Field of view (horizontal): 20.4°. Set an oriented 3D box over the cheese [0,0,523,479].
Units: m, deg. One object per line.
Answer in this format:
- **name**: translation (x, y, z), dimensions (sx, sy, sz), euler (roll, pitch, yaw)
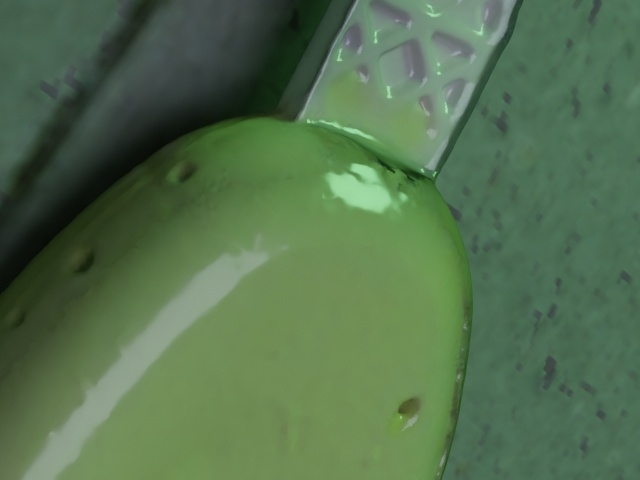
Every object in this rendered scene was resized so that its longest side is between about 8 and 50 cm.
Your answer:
- **cheese**: translation (0.000, 0.000, 0.376), dimensions (0.127, 0.050, 0.255), euler (25, 97, -37)
